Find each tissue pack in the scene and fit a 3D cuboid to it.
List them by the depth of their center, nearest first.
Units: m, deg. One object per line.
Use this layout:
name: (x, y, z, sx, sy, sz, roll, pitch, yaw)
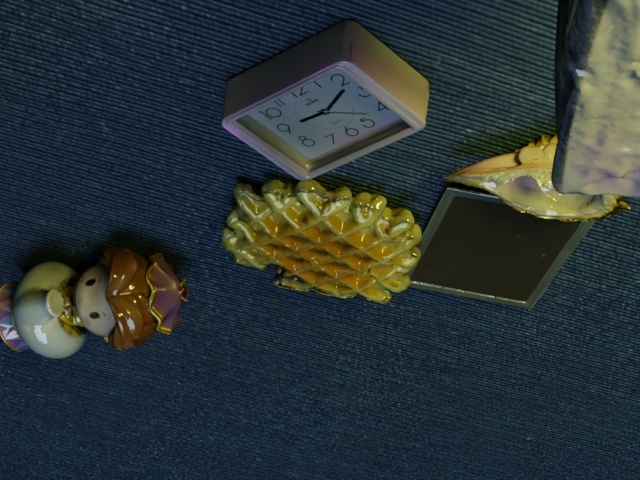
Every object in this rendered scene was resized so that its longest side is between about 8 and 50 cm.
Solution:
tissue pack: (0.249, -0.267, 1.148, 0.124, 0.394, 0.288, 6, 150, 4)

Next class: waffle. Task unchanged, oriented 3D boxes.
waffle: (0.000, 0.002, 1.951, 0.261, 0.056, 0.250, 9, 149, 5)

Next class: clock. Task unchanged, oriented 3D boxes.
clock: (0.006, -0.152, 1.693, 0.197, 0.063, 0.150, -22, 138, 37)

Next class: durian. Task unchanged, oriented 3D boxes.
durian: (0.255, -0.082, 1.760, 0.224, 0.078, 0.140, 8, 162, 17)

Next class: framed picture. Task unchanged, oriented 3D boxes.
framed picture: (0.224, 0.010, 1.965, 0.197, 0.014, 0.252, 11, 148, -8)

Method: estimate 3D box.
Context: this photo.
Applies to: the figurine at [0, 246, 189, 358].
figurine: (-0.308, 0.085, 2.066, 0.263, 0.142, 0.189, -10, 177, 22)
